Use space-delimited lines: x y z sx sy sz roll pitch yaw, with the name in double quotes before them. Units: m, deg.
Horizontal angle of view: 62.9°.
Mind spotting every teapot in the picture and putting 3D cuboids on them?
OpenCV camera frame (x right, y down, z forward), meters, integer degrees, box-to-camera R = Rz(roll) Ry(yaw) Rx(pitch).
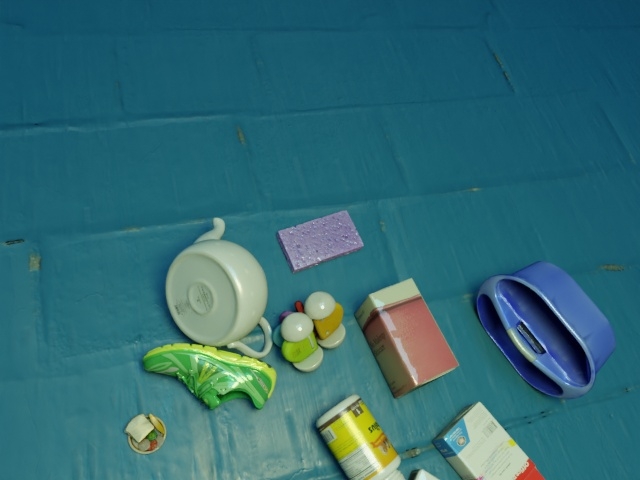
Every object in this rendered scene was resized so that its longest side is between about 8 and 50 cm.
"teapot" -0.210 0.113 1.197 0.252 0.256 0.187 23 19 23

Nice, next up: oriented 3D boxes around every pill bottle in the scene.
"pill bottle" 0.091 0.451 1.128 0.117 0.117 0.215 -28 73 -25

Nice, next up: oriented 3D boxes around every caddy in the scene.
"caddy" 0.539 0.220 1.289 0.179 0.241 0.341 -27 71 -29

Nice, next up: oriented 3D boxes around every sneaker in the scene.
"sneaker" -0.245 0.297 1.132 0.295 0.109 0.124 12 66 -1

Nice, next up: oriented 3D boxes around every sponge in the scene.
"sponge" 0.000 0.000 1.392 0.209 0.031 0.117 -18 69 -22

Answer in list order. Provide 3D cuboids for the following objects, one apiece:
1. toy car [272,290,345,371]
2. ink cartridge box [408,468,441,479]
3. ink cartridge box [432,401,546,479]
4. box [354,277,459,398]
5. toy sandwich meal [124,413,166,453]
"toy car" -0.037 0.201 1.229 0.136 0.159 0.182 23 53 40
"ink cartridge box" 0.250 0.666 1.088 0.238 0.060 0.275 32 61 3
"ink cartridge box" 0.386 0.506 1.193 0.134 0.078 0.231 -33 75 -25
"box" 0.198 0.234 1.250 0.126 0.149 0.233 -18 68 -21
"toy sandwich meal" -0.365 0.402 1.095 0.085 0.029 0.086 6 62 -11
